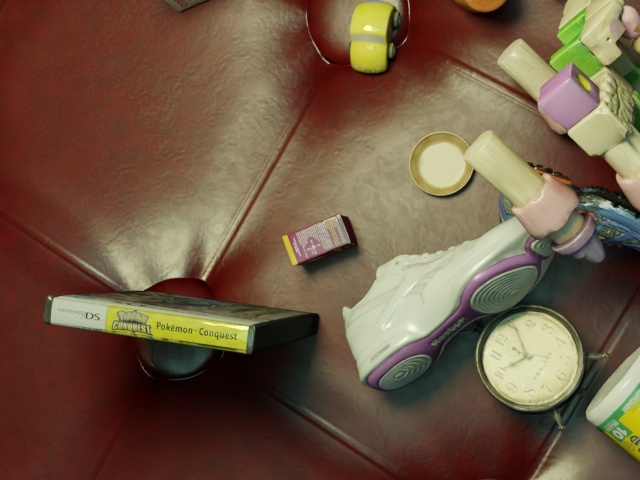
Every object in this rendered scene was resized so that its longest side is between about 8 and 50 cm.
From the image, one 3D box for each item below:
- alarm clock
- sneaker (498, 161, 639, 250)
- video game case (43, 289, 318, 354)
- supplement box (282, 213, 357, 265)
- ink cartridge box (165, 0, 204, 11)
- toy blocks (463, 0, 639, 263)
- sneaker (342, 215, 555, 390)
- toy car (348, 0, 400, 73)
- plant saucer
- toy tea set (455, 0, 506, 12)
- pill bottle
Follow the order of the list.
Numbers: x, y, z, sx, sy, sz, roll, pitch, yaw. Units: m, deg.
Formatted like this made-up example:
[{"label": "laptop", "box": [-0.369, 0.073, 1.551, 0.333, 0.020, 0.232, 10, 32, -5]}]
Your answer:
[{"label": "alarm clock", "box": [0.242, 0.137, 1.104, 0.192, 0.064, 0.129, 32, 87, 21]}, {"label": "sneaker", "box": [0.320, -0.024, 1.100, 0.221, 0.083, 0.087, 23, 113, 13]}, {"label": "video game case", "box": [-0.155, 0.094, 1.099, 0.248, 0.275, 0.035, 6, 90, 14]}, {"label": "supplement box", "box": [0.000, 0.000, 1.181, 0.083, 0.055, 0.043, -22, 83, 12]}, {"label": "ink cartridge box", "box": [-0.158, -0.413, 1.210, 0.176, 0.128, 0.127, -20, 81, 11]}, {"label": "toy blocks", "box": [0.361, -0.139, 0.952, 0.260, 0.288, 0.309, 40, 132, -12]}, {"label": "sneaker", "box": [0.145, 0.046, 1.095, 0.305, 0.114, 0.152, -39, 48, 14]}, {"label": "toy car", "box": [0.096, -0.366, 1.183, 0.225, 0.053, 0.239, -27, 81, 11]}, {"label": "plant saucer", "box": [0.158, -0.099, 1.169, 0.083, 0.015, 0.083, -1, 86, 13]}, {"label": "toy tea set", "box": [0.301, -0.407, 1.120, 0.336, 0.124, 0.200, -18, 111, 6]}, {"label": "pill bottle", "box": [0.422, 0.227, 1.028, 0.208, 0.117, 0.117, 40, 96, 13]}]
